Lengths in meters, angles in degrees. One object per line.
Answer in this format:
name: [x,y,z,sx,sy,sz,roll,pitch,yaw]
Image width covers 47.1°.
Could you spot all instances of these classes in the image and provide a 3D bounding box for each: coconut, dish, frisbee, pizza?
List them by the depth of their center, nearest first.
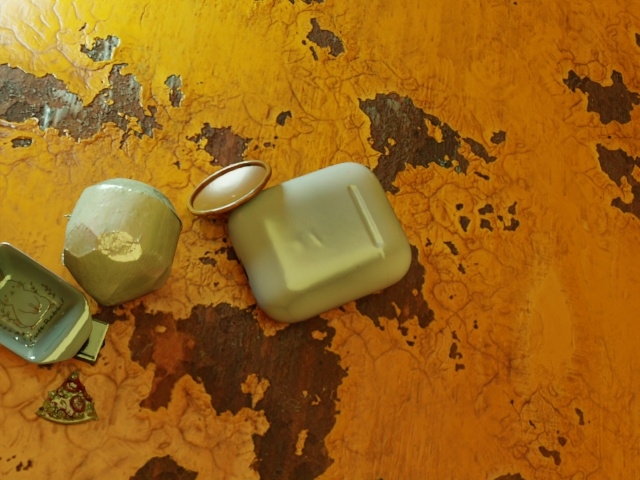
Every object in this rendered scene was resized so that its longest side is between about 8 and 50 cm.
pizza: [-0.462,0.295,1.320,0.099,0.029,0.100,-21,79,-26]
dish: [-0.524,0.127,1.323,0.234,0.064,0.154,33,69,3]
coconut: [-0.372,0.010,1.361,0.224,0.224,0.233,28,61,-9]
frisbee: [-0.184,-0.102,1.510,0.192,0.192,0.035,-43,124,-28]

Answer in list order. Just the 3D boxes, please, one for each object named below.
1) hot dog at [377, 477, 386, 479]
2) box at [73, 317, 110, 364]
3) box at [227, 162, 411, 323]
hot dog: [0.120,0.535,1.454,0.049,0.037,0.122,18,70,-27]
box: [-0.443,0.182,1.367,0.083,0.035,0.079,20,64,-12]
box: [0.000,0.000,1.532,0.349,0.141,0.288,-21,76,-18]
